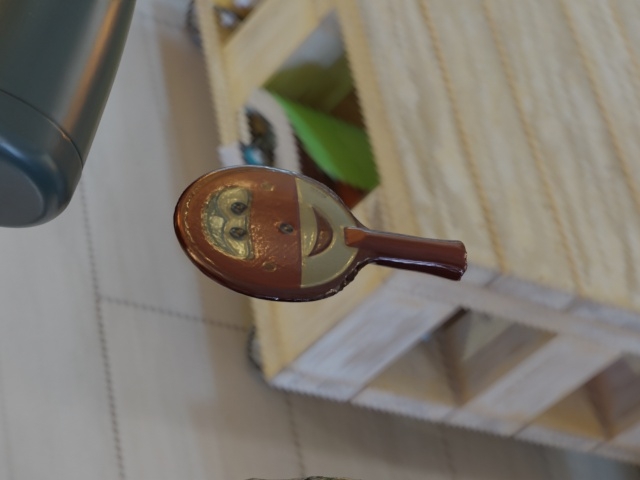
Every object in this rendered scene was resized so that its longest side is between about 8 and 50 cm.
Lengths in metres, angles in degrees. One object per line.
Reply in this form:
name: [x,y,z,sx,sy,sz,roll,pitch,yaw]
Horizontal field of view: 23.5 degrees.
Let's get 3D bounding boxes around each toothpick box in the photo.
toothpick box: [-0.176,-0.110,0.903,0.120,0.120,0.184,30,59,-22]

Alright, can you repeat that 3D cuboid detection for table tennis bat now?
table tennis bat: [0.000,0.000,0.796,0.154,0.019,0.098,9,42,-10]

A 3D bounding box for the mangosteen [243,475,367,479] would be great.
mangosteen: [0.011,0.339,0.817,0.381,0.381,0.421,-21,74,-52]
